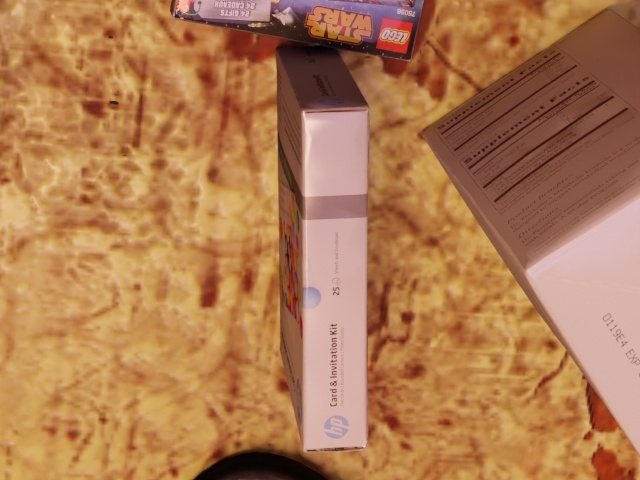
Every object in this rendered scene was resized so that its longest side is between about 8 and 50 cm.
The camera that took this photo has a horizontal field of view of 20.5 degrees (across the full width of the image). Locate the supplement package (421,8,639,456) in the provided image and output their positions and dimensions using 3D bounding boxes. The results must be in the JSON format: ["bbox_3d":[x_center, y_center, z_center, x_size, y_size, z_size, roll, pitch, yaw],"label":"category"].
[{"bbox_3d":[0.163,-0.011,0.932,0.134,0.244,0.139,-33,111,4],"label":"supplement package"}]

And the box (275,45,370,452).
[{"bbox_3d":[0.000,0.000,0.963,0.038,0.145,0.186,-3,109,-6],"label":"box"}]

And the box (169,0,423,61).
[{"bbox_3d":[-0.007,-0.156,0.971,0.137,0.027,0.094,10,105,-12],"label":"box"}]

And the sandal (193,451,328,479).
[{"bbox_3d":[0.089,0.290,1.110,0.446,0.107,0.167,45,98,-7],"label":"sandal"}]
